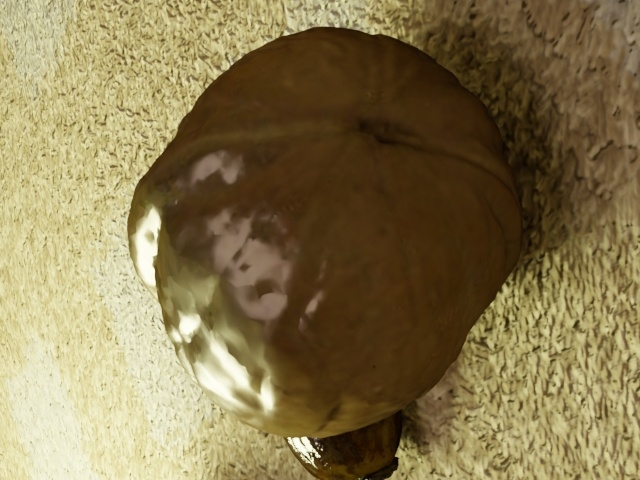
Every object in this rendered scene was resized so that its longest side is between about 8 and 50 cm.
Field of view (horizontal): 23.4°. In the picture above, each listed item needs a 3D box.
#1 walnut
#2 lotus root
[{"bbox_3d":[0.000,0.000,1.199,0.333,0.333,0.332,31,129,49],"label":"walnut"},{"bbox_3d":[0.007,0.134,1.409,0.120,0.120,0.209,-39,70,57],"label":"lotus root"}]
